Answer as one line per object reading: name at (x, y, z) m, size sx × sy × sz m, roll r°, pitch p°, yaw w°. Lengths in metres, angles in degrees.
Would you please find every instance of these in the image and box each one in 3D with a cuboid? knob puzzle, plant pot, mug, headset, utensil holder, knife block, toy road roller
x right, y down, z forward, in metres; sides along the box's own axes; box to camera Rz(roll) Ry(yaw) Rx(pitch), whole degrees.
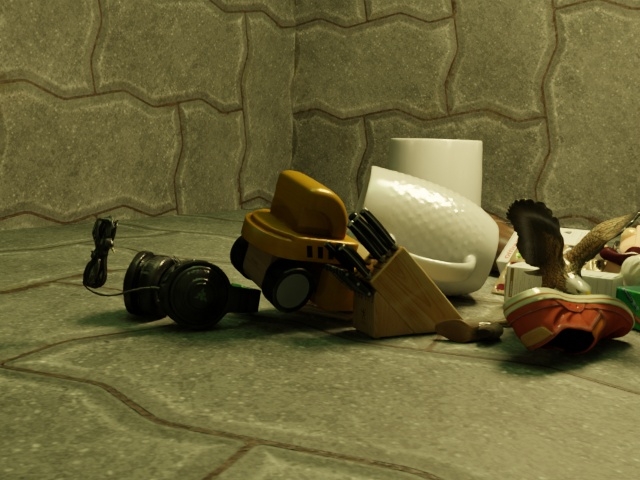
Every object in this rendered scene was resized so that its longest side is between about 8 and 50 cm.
knob puzzle at (0.042, 0.132, 1.635) m, size 0.213 × 0.030 × 0.213 m, roll 2°, pitch 7°, yaw 0°
plant pot at (0.525, 0.024, 2.148) m, size 0.166 × 0.167 × 0.165 m, roll -3°, pitch 16°, yaw -31°
mug at (0.237, 0.010, 1.736) m, size 0.327 × 0.276 × 0.374 m, roll 16°, pitch 16°, yaw -1°
headset at (-0.284, 0.067, 1.450) m, size 0.243 × 0.185 × 0.394 m, roll 7°, pitch -3°, yaw 37°
utensil holder at (0.373, -0.140, 2.464) m, size 0.327 × 0.386 × 0.327 m, roll 2°, pitch 8°, yaw 0°
knife block at (0.141, 0.056, 1.418) m, size 0.275 × 0.242 × 0.088 m, roll -1°, pitch 9°, yaw -25°
toy road roller at (0.000, 0.000, 1.492) m, size 0.329 × 0.241 × 0.202 m, roll 6°, pitch 19°, yaw -35°

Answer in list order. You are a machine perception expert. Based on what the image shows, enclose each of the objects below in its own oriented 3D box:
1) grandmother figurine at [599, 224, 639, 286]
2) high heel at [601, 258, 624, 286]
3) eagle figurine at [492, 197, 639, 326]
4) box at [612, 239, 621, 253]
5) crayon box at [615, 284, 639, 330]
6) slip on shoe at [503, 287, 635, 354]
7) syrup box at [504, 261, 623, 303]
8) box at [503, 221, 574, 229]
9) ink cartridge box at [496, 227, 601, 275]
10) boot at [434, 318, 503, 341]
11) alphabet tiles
grandmother figurine at (0.748, 0.043, 1.746) m, size 0.207 × 0.104 × 0.342 m, roll 9°, pitch 15°, yaw 19°
high heel at (0.723, 0.086, 1.908) m, size 0.261 × 0.093 × 0.186 m, roll 7°, pitch 6°, yaw 12°
eagle figurine at (0.482, 0.036, 1.460) m, size 0.226 × 0.298 × 0.225 m, roll -21°, pitch 36°, yaw -38°
box at (0.903, 0.061, 2.025) m, size 0.183 × 0.056 × 0.231 m, roll 22°, pitch 6°, yaw 8°
crayon box at (0.771, 0.142, 1.529) m, size 0.278 × 0.081 × 0.165 m, roll 0°, pitch 7°, yaw -19°
slip on shoe at (0.451, 0.156, 1.326) m, size 0.331 × 0.101 × 0.123 m, roll 10°, pitch -36°, yaw -40°
syrup box at (0.539, 0.110, 1.667) m, size 0.236 × 0.096 × 0.093 m, roll 6°, pitch 7°, yaw 35°
box at (0.715, -0.001, 2.579) m, size 0.261 × 0.103 × 0.184 m, roll 7°, pitch 12°, yaw 38°
ink cartridge box at (0.592, 0.046, 1.940) m, size 0.217 × 0.092 × 0.158 m, roll 6°, pitch 46°, yaw 42°
boot at (0.282, 0.167, 1.402) m, size 0.118 × 0.042 × 0.087 m, roll 6°, pitch 2°, yaw 23°
alphabet tiles at (0.564, 0.076, 1.828) m, size 0.237 × 0.009 × 0.198 m, roll 8°, pitch 47°, yaw 39°
